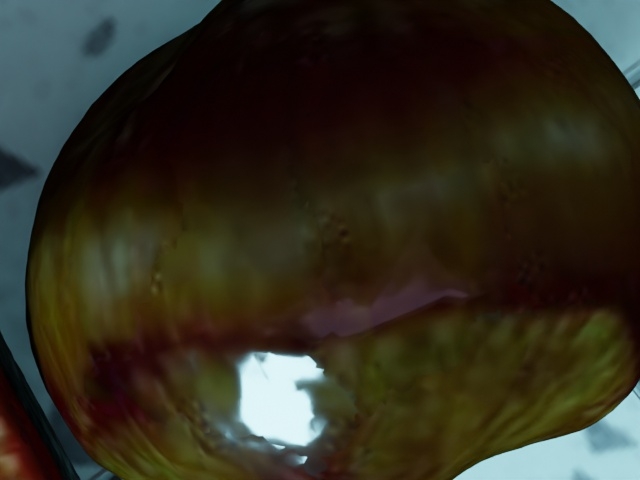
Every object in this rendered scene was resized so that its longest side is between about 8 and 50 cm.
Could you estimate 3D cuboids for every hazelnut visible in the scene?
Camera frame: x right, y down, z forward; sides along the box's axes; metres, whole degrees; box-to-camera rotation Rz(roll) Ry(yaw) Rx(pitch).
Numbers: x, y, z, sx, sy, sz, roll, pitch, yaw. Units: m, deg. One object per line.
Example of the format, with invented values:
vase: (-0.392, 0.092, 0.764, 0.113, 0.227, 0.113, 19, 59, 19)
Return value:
hazelnut: (0.000, 0.000, 0.550, 0.204, 0.178, 0.178, -24, 111, 36)

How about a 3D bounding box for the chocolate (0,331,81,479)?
chocolate: (-0.185, 0.114, 0.601, 0.234, 0.108, 0.237, -25, 107, 5)
